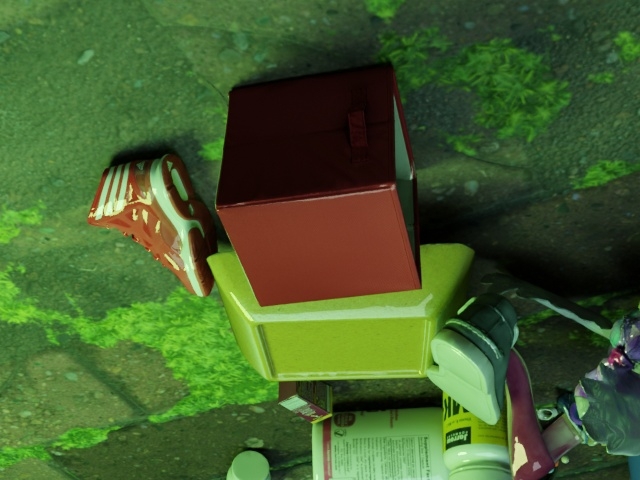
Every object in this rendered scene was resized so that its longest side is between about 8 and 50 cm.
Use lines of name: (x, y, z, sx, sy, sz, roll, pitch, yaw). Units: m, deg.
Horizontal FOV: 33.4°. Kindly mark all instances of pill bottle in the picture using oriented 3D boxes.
pill bottle: (-0.128, 0.430, 1.877, 0.078, 0.078, 0.137, 4, 141, -5)
pill bottle: (0.134, 0.350, 1.714, 0.283, 0.160, 0.160, -4, 140, 4)
pill bottle: (0.240, 0.281, 1.581, 0.119, 0.208, 0.119, 3, 149, 2)

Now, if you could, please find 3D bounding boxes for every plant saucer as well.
plant saucer: (0.033, 0.114, 1.432, 0.333, 0.081, 0.332, -2, 153, 3)

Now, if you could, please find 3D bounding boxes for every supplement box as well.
supplement box: (-0.023, 0.242, 1.665, 0.043, 0.055, 0.083, -29, 132, 31)

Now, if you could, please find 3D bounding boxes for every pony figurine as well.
pony figurine: (0.428, 0.135, 1.402, 0.363, 0.302, 0.351, -42, 135, 21)

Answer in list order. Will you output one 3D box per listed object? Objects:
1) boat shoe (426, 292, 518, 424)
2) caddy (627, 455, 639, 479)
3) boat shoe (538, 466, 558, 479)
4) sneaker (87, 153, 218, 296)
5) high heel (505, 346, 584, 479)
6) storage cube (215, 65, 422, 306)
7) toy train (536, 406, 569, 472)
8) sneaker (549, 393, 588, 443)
boat shoe: (0.207, 0.154, 1.379, 0.116, 0.099, 0.319, 35, 167, 19)
caddy: (0.659, 0.458, 1.831, 0.241, 0.179, 0.341, -13, 138, 15)
boat shoe: (0.312, 0.426, 1.805, 0.224, 0.080, 0.073, -22, 160, -32)
sneaker: (-0.212, -0.017, 1.346, 0.128, 0.087, 0.221, -1, 129, 15)
high heel: (0.253, 0.220, 1.506, 0.117, 0.244, 0.082, -37, 172, 4)
storage cube: (0.004, -0.059, 1.199, 0.193, 0.183, 0.215, -7, 141, 11)
toy train: (0.339, 0.312, 1.740, 0.125, 0.046, 0.166, -4, 131, 10)
sneaker: (0.398, 0.295, 1.734, 0.058, 0.052, 0.135, -11, 138, 23)
